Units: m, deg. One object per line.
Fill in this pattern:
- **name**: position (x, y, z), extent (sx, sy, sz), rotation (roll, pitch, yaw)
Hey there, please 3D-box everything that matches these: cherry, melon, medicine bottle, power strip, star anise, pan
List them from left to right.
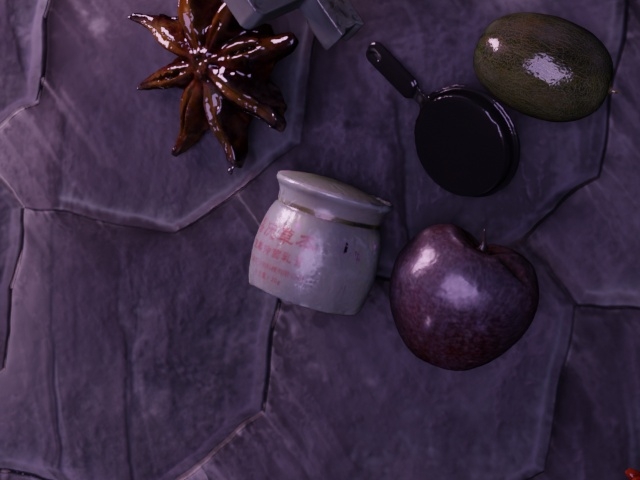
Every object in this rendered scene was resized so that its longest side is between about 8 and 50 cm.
- **star anise**: position (-0.114, -0.215, 1.580), extent (0.272, 0.102, 0.272), rotation (13, 110, 38)
- **power strip**: position (-0.009, -0.289, 1.486), extent (0.145, 0.215, 0.061), rotation (56, 142, 2)
- **medicine bottle**: position (0.000, 0.000, 1.536), extent (0.147, 0.147, 0.143), rotation (18, 98, 12)
- **pan**: position (0.130, -0.144, 1.533), extent (0.235, 0.028, 0.136), rotation (45, 132, 16)
- **cherry**: position (0.155, 0.066, 1.508), extent (0.176, 0.140, 0.176), rotation (2, 109, 7)
- **melon**: position (0.252, -0.190, 1.475), extent (0.167, 0.114, 0.114), rotation (21, 100, 10)

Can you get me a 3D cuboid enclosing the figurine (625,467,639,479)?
- **figurine**: position (0.501, 0.317, 1.398), extent (0.411, 0.241, 0.306), rotation (-37, 97, 15)
